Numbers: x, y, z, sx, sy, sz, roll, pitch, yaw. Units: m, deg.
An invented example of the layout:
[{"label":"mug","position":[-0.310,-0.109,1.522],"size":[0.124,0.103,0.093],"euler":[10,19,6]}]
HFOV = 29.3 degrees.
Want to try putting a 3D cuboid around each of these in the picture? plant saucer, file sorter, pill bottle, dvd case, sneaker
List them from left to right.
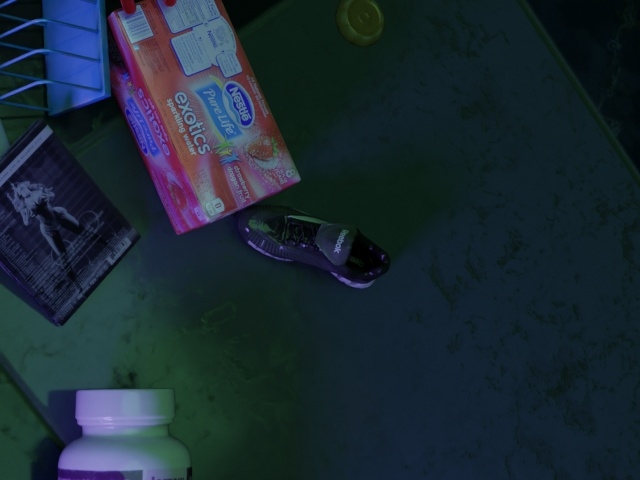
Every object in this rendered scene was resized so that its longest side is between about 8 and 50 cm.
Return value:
[{"label":"file sorter","position":[-0.349,-0.260,1.569],"size":[0.104,0.118,0.170],"euler":[6,76,-49]},{"label":"dvd case","position":[-0.348,-0.021,1.574],"size":[0.164,0.018,0.221],"euler":[-51,127,-21]},{"label":"pill bottle","position":[-0.244,0.336,1.535],"size":[0.169,0.169,0.302],"euler":[2,83,-24]},{"label":"sneaker","position":[0.000,0.000,1.723],"size":[0.234,0.106,0.078],"euler":[23,74,-20]},{"label":"plant saucer","position":[0.063,-0.334,1.845],"size":[0.083,0.015,0.083],"euler":[3,82,-24]}]

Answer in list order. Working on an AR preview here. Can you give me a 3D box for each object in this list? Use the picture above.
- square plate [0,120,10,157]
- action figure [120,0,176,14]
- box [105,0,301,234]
[{"label":"square plate","position":[-0.511,-0.165,1.416],"size":[0.344,0.049,0.347],"euler":[-38,122,-47]},{"label":"action figure","position":[-0.259,-0.432,1.590],"size":[0.091,0.139,0.280],"euler":[-13,48,-17]},{"label":"box","position":[-0.170,-0.178,1.649],"size":[0.154,0.142,0.300],"euler":[-27,94,-24]}]
